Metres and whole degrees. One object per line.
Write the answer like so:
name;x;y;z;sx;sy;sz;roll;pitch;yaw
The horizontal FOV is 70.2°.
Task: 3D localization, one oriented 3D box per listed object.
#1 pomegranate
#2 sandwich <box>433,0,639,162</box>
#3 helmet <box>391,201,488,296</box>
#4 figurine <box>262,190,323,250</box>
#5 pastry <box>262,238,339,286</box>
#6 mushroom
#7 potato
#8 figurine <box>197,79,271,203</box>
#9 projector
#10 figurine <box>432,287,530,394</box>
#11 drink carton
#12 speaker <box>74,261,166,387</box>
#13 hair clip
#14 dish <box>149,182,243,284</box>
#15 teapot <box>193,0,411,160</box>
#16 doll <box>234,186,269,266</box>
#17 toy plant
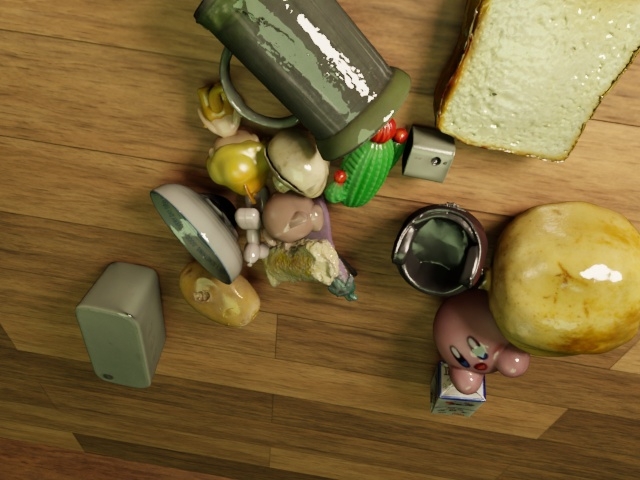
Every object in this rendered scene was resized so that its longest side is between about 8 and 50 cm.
pomegranate;0.493;0.083;0.943;0.332;0.333;0.333;5;134;5
sandwich;0.344;-0.285;0.746;0.271;0.099;0.301;15;137;2
helmet;0.257;0.020;0.981;0.189;0.193;0.216;18;127;16
figurine;-0.062;-0.052;0.972;0.138;0.125;0.125;-29;122;36
pastry;-0.050;0.045;1.063;0.258;0.089;0.121;-10;115;49
mushroom;-0.045;-0.148;0.903;0.154;0.154;0.122;38;116;-24
potato;-0.272;0.144;1.233;0.234;0.146;0.150;37;85;-7
figurine;-0.173;-0.193;0.919;0.156;0.131;0.246;-18;118;6
projector;0.208;-0.168;0.888;0.082;0.083;0.083;11;135;0
figurine;0.397;0.222;1.153;0.269;0.261;0.211;-38;89;37
drink carton;0.405;0.452;1.368;0.130;0.107;0.315;2;152;11
speaker;-0.577;0.258;1.362;0.183;0.184;0.406;13;134;-1
hair clip;-0.002;0.000;1.098;0.095;0.110;0.359;-38;122;-11
dish;-0.252;-0.041;1.056;0.273;0.134;0.273;41;159;20
teapot;-0.055;-0.300;0.739;0.270;0.200;0.337;-30;120;35
doll;-0.150;-0.025;1.035;0.059;0.161;0.160;1;130;7
toy plant;0.101;-0.158;0.890;0.154;0.088;0.240;-8;143;-48
